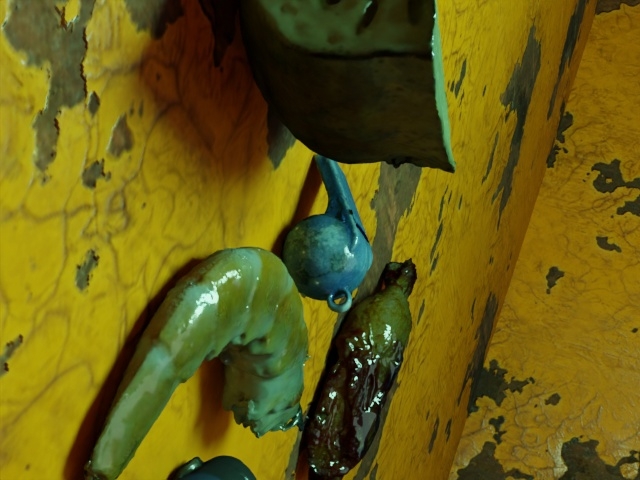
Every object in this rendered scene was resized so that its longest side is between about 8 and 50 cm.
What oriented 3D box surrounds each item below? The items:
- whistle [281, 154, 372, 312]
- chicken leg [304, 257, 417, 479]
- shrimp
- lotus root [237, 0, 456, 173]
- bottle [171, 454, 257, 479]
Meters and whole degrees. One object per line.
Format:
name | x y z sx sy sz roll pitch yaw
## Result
whistle | 0.000 0.000 0.917 0.090 0.090 0.158 73 -2 -59
chicken leg | 0.060 0.156 1.216 0.177 0.083 0.322 68 41 -75
shrimp | -0.079 0.096 0.750 0.287 0.068 0.185 -22 123 -66
lotus root | 0.026 -0.178 0.733 0.260 0.149 0.267 71 20 -67
bottle | -0.123 0.233 0.722 0.072 0.082 0.244 -54 168 23
